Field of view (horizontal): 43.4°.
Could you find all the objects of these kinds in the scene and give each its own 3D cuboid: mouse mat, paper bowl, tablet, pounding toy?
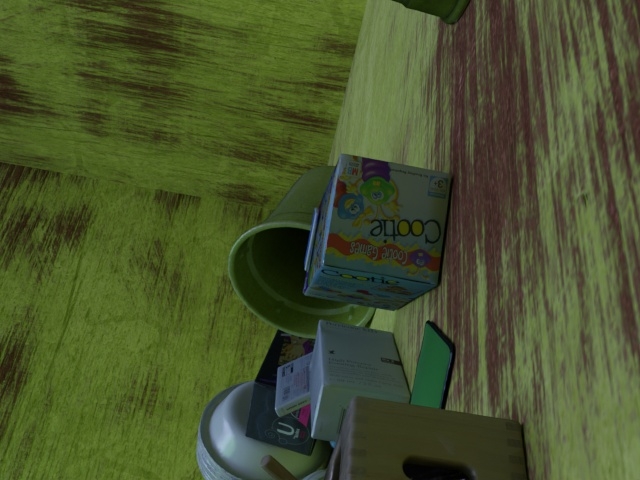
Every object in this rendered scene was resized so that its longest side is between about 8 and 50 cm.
[{"bbox_3d":[0.115,0.192,0.896,0.152,0.007,0.190,-114,32,-84],"label":"mouse mat"},{"bbox_3d":[-0.114,0.407,1.693,0.284,0.284,0.148,-85,6,-54],"label":"paper bowl"},{"bbox_3d":[-0.013,-0.003,1.139,0.054,0.006,0.083,-95,15,-78],"label":"tablet"},{"bbox_3d":[0.038,0.219,0.624,0.206,0.181,0.094,103,175,-45],"label":"pounding toy"}]

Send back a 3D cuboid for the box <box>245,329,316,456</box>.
[{"bbox_3d":[-0.038,0.270,1.631,0.270,0.143,0.165,-65,-11,-52],"label":"box"}]

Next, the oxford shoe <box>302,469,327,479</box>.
[{"bbox_3d":[-0.037,0.513,1.049,0.130,0.169,0.449,14,98,58],"label":"oxford shoe"}]

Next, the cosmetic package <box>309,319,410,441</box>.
[{"bbox_3d":[0.048,0.190,1.101,0.231,0.117,0.085,-98,18,-74],"label":"cosmetic package"}]

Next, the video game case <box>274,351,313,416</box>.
[{"bbox_3d":[0.004,0.229,1.408,0.190,0.173,0.022,-97,-19,-78],"label":"video game case"}]

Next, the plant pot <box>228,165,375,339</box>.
[{"bbox_3d":[0.000,0.000,1.514,0.254,0.276,0.276,-66,-8,-47],"label":"plant pot"}]

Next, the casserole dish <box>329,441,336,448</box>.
[{"bbox_3d":[0.039,0.327,1.499,0.188,0.037,0.114,-135,55,-87],"label":"casserole dish"}]

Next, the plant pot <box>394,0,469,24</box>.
[{"bbox_3d":[0.049,-0.514,1.099,0.366,0.353,0.366,-170,90,-86],"label":"plant pot"}]

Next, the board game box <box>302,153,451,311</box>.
[{"bbox_3d":[0.067,0.000,1.082,0.275,0.144,0.142,119,161,-78],"label":"board game box"}]
